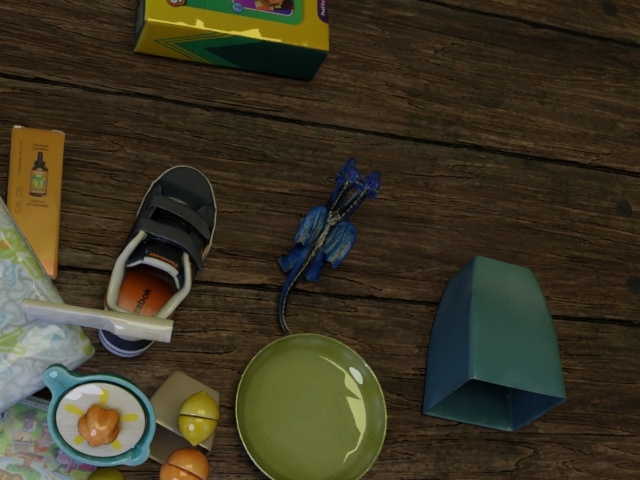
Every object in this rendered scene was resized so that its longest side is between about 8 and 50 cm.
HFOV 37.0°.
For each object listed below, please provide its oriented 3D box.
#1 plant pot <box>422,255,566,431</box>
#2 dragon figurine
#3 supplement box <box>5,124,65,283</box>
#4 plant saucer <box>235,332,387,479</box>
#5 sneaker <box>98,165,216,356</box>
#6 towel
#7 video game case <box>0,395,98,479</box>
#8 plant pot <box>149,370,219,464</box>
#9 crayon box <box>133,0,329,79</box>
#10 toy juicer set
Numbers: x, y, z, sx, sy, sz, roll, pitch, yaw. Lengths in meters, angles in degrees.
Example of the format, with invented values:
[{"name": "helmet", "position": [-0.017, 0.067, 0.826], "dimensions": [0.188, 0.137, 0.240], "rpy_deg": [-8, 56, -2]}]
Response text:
[{"name": "plant pot", "position": [0.273, 0.158, 1.533], "dimensions": [0.165, 0.166, 0.234], "rpy_deg": [14, 57, -15]}, {"name": "dragon figurine", "position": [0.000, 0.000, 1.492], "dimensions": [0.085, 0.144, 0.289], "rpy_deg": [33, 61, -6]}, {"name": "supplement box", "position": [-0.418, -0.045, 1.387], "dimensions": [0.078, 0.080, 0.234], "rpy_deg": [6, 69, -20]}, {"name": "plant saucer", "position": [-0.016, 0.261, 1.443], "dimensions": [0.240, 0.037, 0.241], "rpy_deg": [7, 67, -18]}, {"name": "sneaker", "position": [-0.226, 0.012, 1.412], "dimensions": [0.126, 0.127, 0.321], "rpy_deg": [21, 62, -11]}, {"name": "towel", "position": [-0.525, 0.077, 1.239], "dimensions": [0.320, 0.090, 0.375], "rpy_deg": [-32, 79, -13]}, {"name": "video game case", "position": [-0.410, 0.302, 1.280], "dimensions": [0.212, 0.023, 0.193], "rpy_deg": [21, 64, -13]}, {"name": "plant pot", "position": [-0.200, 0.250, 1.342], "dimensions": [0.109, 0.109, 0.096], "rpy_deg": [30, 50, -7]}, {"name": "crayon box", "position": [-0.151, -0.477, 1.648], "dimensions": [0.313, 0.106, 0.363], "rpy_deg": [6, 67, -18]}, {"name": "toy juicer set", "position": [-0.237, 0.215, 1.198], "dimensions": [0.209, 0.089, 0.329], "rpy_deg": [-9, 113, 2]}]
